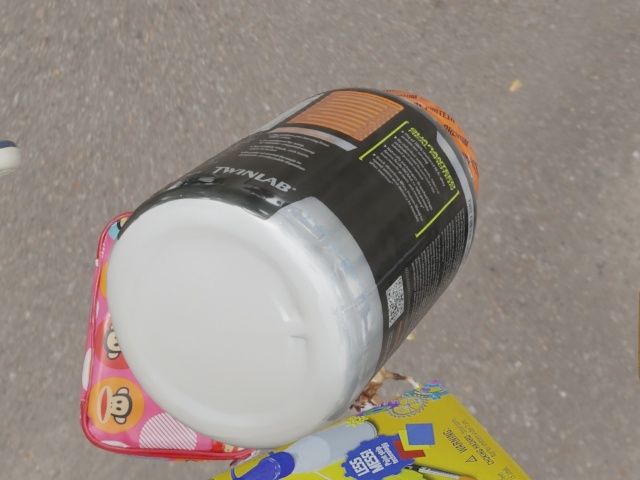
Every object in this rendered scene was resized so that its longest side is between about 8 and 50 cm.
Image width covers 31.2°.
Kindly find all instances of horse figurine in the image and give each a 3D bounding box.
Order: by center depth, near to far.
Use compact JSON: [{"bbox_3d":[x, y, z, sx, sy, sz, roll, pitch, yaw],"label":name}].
[{"bbox_3d":[0.072,0.151,1.631,0.066,0.263,0.174,-32,138,32],"label":"horse figurine"}]

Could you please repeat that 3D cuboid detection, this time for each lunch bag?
[{"bbox_3d":[-0.150,0.119,1.376,0.258,0.120,0.293,6,80,-10],"label":"lunch bag"}]

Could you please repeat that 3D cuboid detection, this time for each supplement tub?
[{"bbox_3d":[0.000,0.000,0.920,0.207,0.338,0.207,11,116,23],"label":"supplement tub"}]

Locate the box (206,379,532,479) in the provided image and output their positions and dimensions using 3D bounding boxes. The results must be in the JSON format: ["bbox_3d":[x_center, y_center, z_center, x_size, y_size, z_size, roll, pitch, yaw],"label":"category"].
[{"bbox_3d":[0.012,0.251,0.572,0.279,0.290,0.177,-23,112,-10],"label":"box"}]

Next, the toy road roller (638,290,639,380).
[{"bbox_3d":[0.547,0.090,1.457,0.202,0.240,0.330,-7,111,-10],"label":"toy road roller"}]

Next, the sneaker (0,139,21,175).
[{"bbox_3d":[-0.553,-0.136,1.436,0.350,0.131,0.148,-3,89,0],"label":"sneaker"}]
